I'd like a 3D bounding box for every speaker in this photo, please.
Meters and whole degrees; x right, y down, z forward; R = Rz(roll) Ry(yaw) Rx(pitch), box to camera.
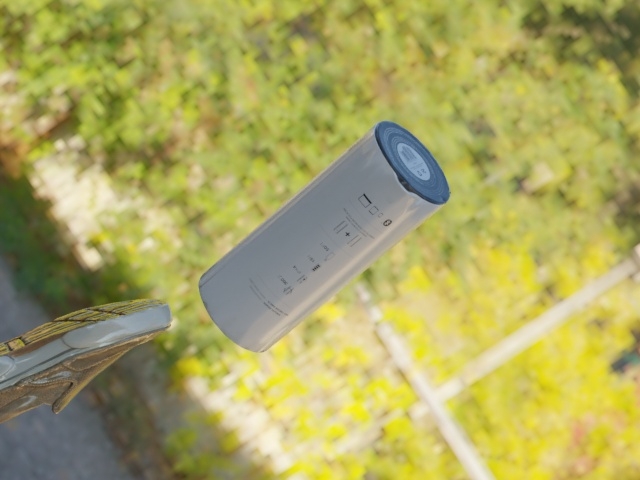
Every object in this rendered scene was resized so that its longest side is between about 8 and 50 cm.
[{"bbox_3d":[0.000,0.000,0.971,0.055,0.136,0.055,37,28,-24],"label":"speaker"}]

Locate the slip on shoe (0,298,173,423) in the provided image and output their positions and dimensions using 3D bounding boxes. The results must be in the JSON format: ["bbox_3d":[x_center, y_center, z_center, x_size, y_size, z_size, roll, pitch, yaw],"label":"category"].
[{"bbox_3d":[-0.137,0.067,0.956,0.051,0.135,0.041,-156,-133,-74],"label":"slip on shoe"}]
